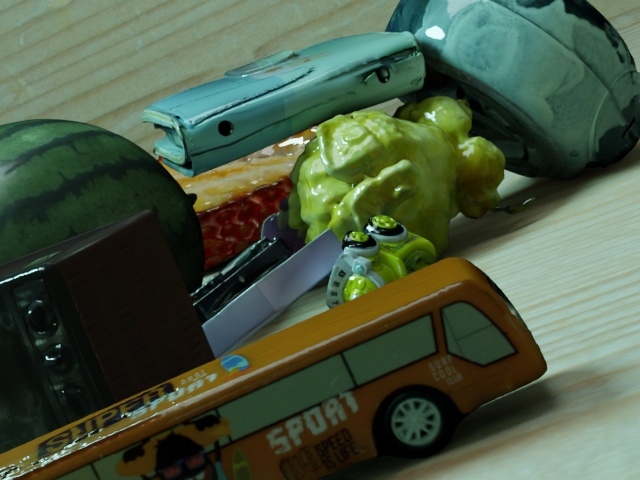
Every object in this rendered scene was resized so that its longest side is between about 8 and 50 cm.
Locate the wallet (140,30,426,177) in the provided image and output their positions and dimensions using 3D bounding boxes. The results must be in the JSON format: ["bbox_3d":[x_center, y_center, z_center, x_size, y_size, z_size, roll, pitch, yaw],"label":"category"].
[{"bbox_3d":[-0.038,-0.138,1.554,0.250,0.075,0.176,-21,13,-15],"label":"wallet"}]

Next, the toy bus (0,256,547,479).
[{"bbox_3d":[-0.065,0.127,0.963,0.409,0.092,0.093,-24,10,3],"label":"toy bus"}]

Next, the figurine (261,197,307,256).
[{"bbox_3d":[0.000,0.000,1.689,0.156,0.095,0.115,-28,-31,-56],"label":"figurine"}]

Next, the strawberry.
[{"bbox_3d":[-0.118,-0.051,2.128,0.280,0.150,0.253,-23,28,-12],"label":"strawberry"}]

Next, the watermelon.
[{"bbox_3d":[-0.259,0.024,1.529,0.279,0.279,0.359,-17,4,37],"label":"watermelon"}]

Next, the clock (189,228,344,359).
[{"bbox_3d":[-0.065,0.048,1.387,0.198,0.064,0.172,-39,-2,-10],"label":"clock"}]

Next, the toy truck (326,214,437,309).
[{"bbox_3d":[0.054,0.032,1.359,0.077,0.076,0.111,23,30,21],"label":"toy truck"}]

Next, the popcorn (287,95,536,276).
[{"bbox_3d":[0.072,-0.043,1.511,0.195,0.168,0.173,-12,23,-30],"label":"popcorn"}]

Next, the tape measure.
[{"bbox_3d":[0.193,-0.165,1.625,0.147,0.275,0.256,-57,22,-12],"label":"tape measure"}]

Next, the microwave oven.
[{"bbox_3d":[-0.229,0.108,1.241,0.247,0.178,0.188,-19,10,26],"label":"microwave oven"}]
